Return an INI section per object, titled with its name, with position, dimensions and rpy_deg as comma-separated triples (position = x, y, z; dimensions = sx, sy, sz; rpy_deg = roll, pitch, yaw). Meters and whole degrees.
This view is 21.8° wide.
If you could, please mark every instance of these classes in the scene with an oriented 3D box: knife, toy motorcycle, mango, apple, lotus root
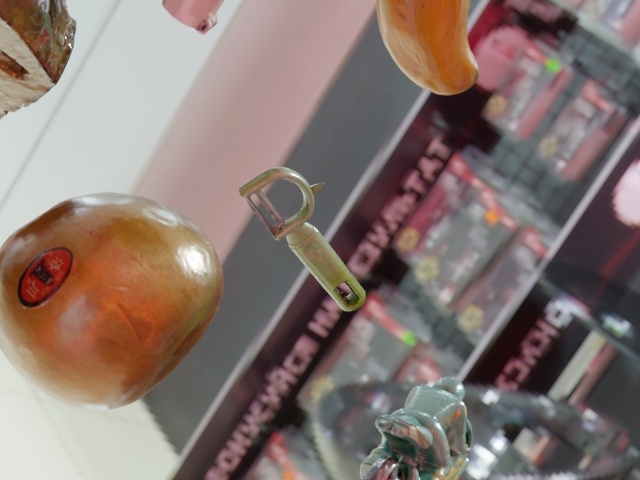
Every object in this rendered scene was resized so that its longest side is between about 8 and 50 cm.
[knife]
position = 0.000, -0.001, 1.274
dimensions = 0.015, 0.054, 0.212
rpy_deg = 54, 0, 36
[toy motorcycle]
position = 0.116, 0.252, 1.892
dimensions = 0.109, 0.198, 0.296
rpy_deg = 18, 2, 21
[mango]
position = 0.104, -0.224, 1.632
dimensions = 0.075, 0.098, 0.190
rpy_deg = -119, -169, -54
[apple]
position = -0.171, 0.043, 1.289
dimensions = 0.155, 0.182, 0.182
rpy_deg = 36, 15, 8
[lotus root]
position = -0.327, -0.228, 1.404
dimensions = 0.260, 0.149, 0.267
rpy_deg = 25, -21, -16

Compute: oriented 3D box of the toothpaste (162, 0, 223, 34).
[toothpaste]
position = -0.019, -0.285, 1.166
dimensions = 0.058, 0.314, 0.056
rpy_deg = 36, 22, 0
